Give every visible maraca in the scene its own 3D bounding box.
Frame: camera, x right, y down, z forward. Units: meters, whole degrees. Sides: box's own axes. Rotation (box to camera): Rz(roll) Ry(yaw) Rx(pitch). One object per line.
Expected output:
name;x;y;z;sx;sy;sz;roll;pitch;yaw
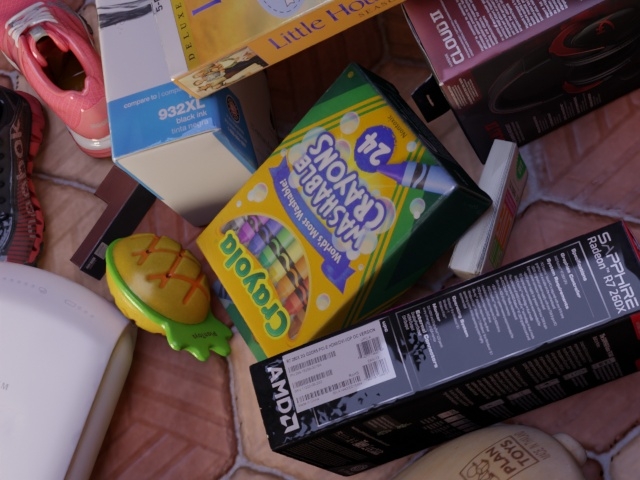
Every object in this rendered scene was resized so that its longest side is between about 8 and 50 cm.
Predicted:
maraca;-0.171;0.064;1.267;0.186;0.127;0.099;48;118;19

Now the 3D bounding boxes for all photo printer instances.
photo printer;-0.363;0.181;1.281;0.256;0.107;0.308;18;79;9

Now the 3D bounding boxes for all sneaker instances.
sneaker;-0.410;-0.076;1.392;0.097;0.135;0.276;-9;71;15
sneaker;-0.338;-0.249;1.416;0.116;0.136;0.314;-39;64;-7

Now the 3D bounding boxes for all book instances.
book;0.182;-0.022;1.178;0.035;0.096;0.144;14;79;24

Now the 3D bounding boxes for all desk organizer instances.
desk organizer;-0.262;-0.023;1.368;0.050;0.047;0.130;31;85;28

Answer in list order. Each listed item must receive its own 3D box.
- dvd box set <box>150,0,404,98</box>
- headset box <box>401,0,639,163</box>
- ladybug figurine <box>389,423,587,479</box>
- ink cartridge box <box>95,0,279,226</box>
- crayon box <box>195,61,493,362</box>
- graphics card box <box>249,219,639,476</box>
dvd box set;0.009;-0.359;1.099;0.420;0.062;0.308;-22;68;19
headset box;0.230;-0.209;1.155;0.293;0.218;0.110;-26;66;9
ladybug figurine;0.099;0.363;1.008;0.449;0.162;0.305;-47;23;0
ink cartridge box;-0.150;-0.203;1.289;0.129;0.223;0.308;-16;68;14
crayon box;0.000;0.000;1.187;0.323;0.083;0.203;-48;55;18
graphics card box;0.144;0.117;1.070;0.370;0.233;0.094;-24;67;12
